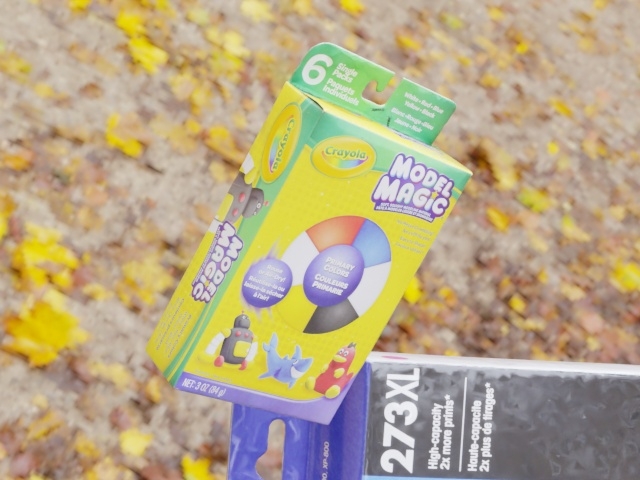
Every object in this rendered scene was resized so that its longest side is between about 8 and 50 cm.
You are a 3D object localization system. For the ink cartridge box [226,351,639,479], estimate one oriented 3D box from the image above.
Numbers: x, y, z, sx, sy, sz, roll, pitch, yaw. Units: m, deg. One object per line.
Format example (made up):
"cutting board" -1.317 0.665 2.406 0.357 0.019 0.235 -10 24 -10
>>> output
"ink cartridge box" 0.117 0.175 1.002 0.371 0.175 0.069 4 0 -11

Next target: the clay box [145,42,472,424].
"clay box" 0.000 0.000 0.835 0.127 0.222 0.053 19 17 -38
